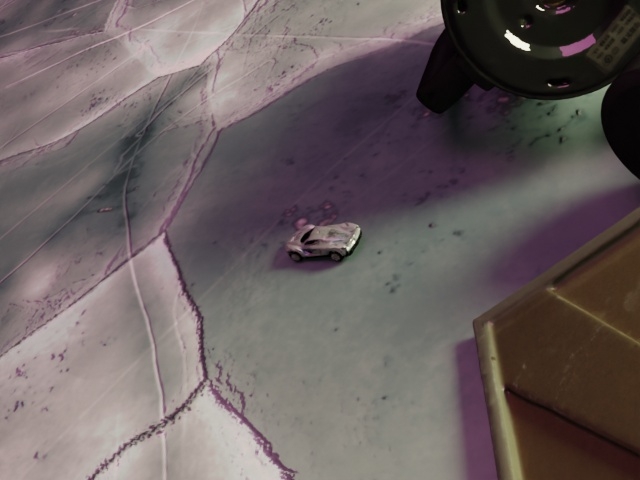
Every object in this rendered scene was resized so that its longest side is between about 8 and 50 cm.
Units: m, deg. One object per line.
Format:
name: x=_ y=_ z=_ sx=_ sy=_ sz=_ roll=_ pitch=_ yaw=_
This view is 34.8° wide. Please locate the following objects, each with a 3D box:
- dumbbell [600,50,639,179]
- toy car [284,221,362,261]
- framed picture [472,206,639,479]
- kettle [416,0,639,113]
dumbbell: x=0.357 y=-0.148 z=0.872 sx=0.152 sy=0.152 sz=0.218 roll=15 pitch=55 yaw=46
toy car: x=0.000 y=0.000 z=1.068 sx=0.093 sy=0.025 sz=0.041 roll=-1 pitch=44 yaw=35
framed picture: x=0.247 y=0.119 z=0.639 sx=0.326 sy=0.028 sz=0.446 roll=-38 pitch=28 yaw=27
kettle: x=0.224 y=-0.255 z=1.060 sx=0.203 sy=0.262 sz=0.308 roll=11 pitch=24 yaw=3
